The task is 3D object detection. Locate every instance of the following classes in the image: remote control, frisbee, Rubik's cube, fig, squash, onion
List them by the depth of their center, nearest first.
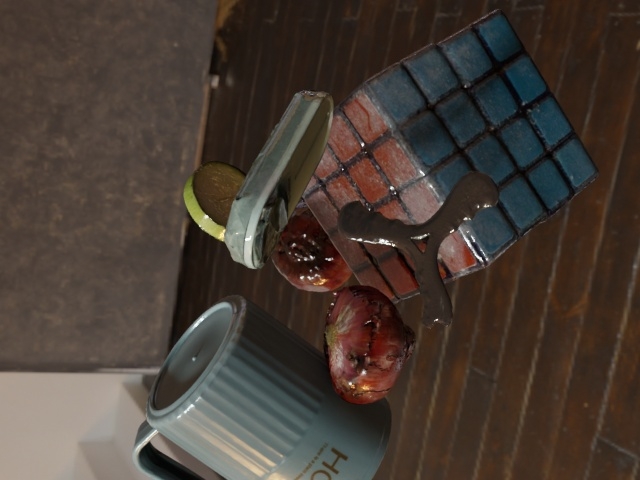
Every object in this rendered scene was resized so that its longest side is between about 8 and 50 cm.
[{"bbox_3d":[-0.043,-0.076,0.970,0.104,0.052,0.247,91,-160,-53],"label":"remote control"},{"bbox_3d":[0.133,0.016,1.053,0.210,0.012,0.188,-17,81,19],"label":"frisbee"},{"bbox_3d":[0.077,0.150,1.256,0.184,0.146,0.184,176,90,-71],"label":"onion"},{"bbox_3d":[0.194,-0.134,1.455,0.345,0.337,0.343,56,149,-5],"label":"Rubik's cube"},{"bbox_3d":[-0.213,-0.086,1.957,0.041,0.219,0.219,-42,49,35],"label":"squash"},{"bbox_3d":[-0.003,0.000,2.011,0.224,0.224,0.263,-47,12,47],"label":"fig"}]

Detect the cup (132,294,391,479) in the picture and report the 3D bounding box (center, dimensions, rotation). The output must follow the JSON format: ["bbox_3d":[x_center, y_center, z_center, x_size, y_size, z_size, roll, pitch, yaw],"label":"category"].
[{"bbox_3d":[-0.107,0.278,1.368,0.331,0.311,0.257,-29,28,44],"label":"cup"}]
